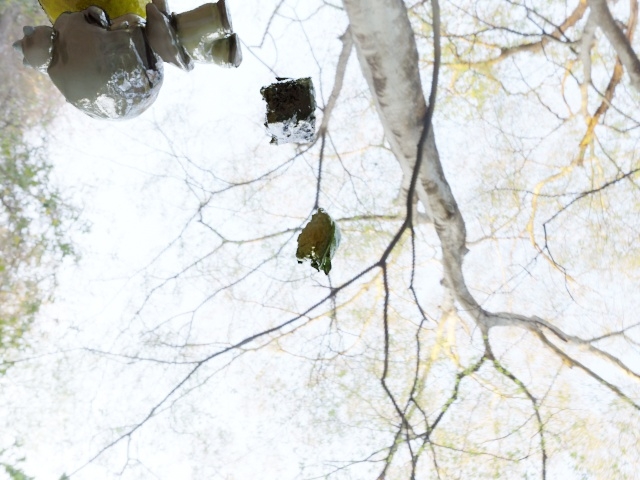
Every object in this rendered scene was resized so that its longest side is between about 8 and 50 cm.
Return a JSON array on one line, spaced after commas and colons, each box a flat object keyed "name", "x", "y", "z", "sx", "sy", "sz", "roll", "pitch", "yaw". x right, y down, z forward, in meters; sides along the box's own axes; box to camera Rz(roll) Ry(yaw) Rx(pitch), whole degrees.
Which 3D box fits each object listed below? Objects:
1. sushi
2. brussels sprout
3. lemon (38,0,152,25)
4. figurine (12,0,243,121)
[{"name": "sushi", "x": -0.068, "y": -0.283, "z": 1.128, "sx": 0.114, "sy": 0.212, "sz": 0.147, "roll": -4, "pitch": -86, "yaw": -3}, {"name": "brussels sprout", "x": 0.002, "y": 0.000, "z": 1.429, "sx": 0.139, "sy": 0.100, "sz": 0.181, "roll": -29, "pitch": -146, "yaw": 40}, {"name": "lemon", "x": -0.458, "y": -0.522, "z": 1.117, "sx": 0.253, "sy": 0.310, "sz": 0.254, "roll": -11, "pitch": -121, "yaw": 19}, {"name": "figurine", "x": -0.340, "y": -0.346, "z": 1.006, "sx": 0.380, "sy": 0.248, "sz": 0.203, "roll": -15, "pitch": -103, "yaw": 2}]
